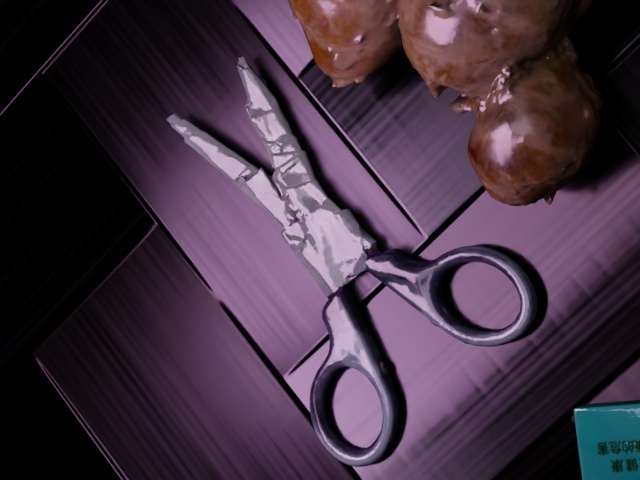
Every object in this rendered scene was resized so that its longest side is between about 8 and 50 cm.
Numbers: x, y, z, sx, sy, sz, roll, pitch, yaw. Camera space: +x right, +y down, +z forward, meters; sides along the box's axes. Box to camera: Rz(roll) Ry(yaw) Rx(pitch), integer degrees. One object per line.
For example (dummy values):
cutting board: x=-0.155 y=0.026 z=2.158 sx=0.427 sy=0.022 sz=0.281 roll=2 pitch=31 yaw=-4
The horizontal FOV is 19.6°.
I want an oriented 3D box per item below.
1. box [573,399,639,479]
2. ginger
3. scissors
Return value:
box: x=0.306 y=0.245 z=1.562 sx=0.161 sy=0.042 sz=0.226 roll=-8 pitch=89 yaw=27
ginger: x=0.094 y=-0.210 z=1.578 sx=0.375 sy=0.176 sz=0.256 roll=34 pitch=122 yaw=21
scissors: x=0.000 y=0.000 z=1.707 sx=0.256 sy=0.029 sz=0.383 roll=-46 pitch=75 yaw=21
